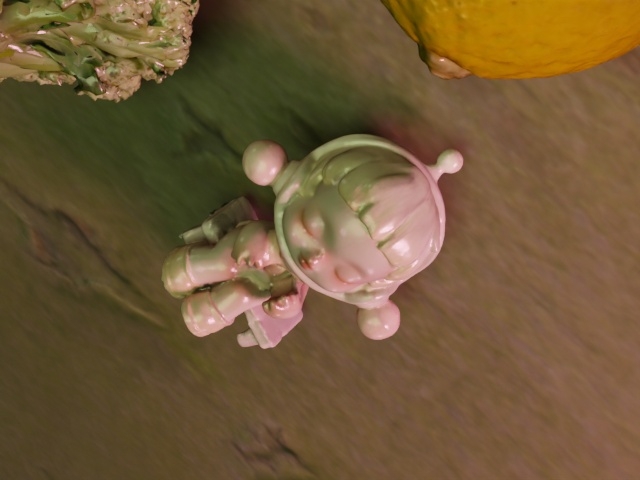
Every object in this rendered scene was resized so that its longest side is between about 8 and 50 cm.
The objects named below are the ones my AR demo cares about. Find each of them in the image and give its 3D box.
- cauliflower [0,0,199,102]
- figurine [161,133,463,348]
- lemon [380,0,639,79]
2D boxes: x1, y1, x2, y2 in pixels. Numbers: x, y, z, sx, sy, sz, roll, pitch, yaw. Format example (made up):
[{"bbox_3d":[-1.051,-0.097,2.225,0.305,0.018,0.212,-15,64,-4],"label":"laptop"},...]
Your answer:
[{"bbox_3d":[-0.235,-0.193,0.677,0.272,0.250,0.275,35,143,6],"label":"cauliflower"},{"bbox_3d":[0.006,0.002,0.745,0.256,0.144,0.182,-20,83,31],"label":"figurine"},{"bbox_3d":[0.137,-0.231,0.518,0.267,0.267,0.267,9,116,19],"label":"lemon"}]
